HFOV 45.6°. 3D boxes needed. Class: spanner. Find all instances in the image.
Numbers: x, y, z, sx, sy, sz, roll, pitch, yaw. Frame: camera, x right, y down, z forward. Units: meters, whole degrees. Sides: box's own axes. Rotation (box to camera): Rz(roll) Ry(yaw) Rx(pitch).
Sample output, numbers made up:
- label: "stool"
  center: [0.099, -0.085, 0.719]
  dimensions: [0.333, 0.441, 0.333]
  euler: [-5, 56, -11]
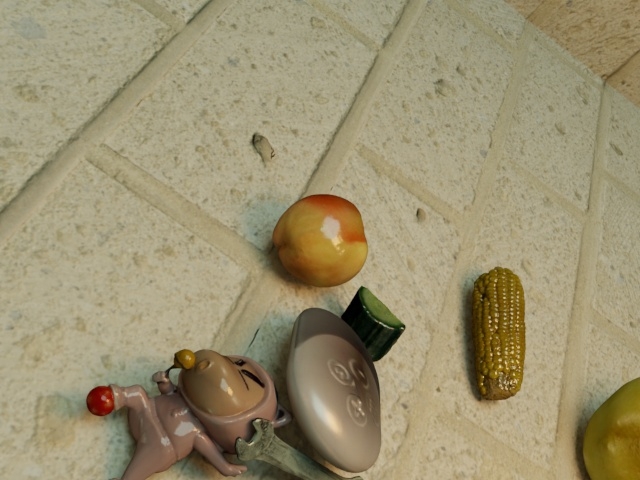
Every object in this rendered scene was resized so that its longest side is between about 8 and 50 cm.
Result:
- label: "spanner"
  center: [-0.024, 0.353, 1.174]
  dimensions: [0.302, 0.017, 0.071]
  euler: [43, 73, -38]

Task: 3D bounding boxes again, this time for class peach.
- label: "peach"
  center: [0.709, 0.435, 1.531]
  dimensions: [0.281, 0.314, 0.316]
  euler: [28, 47, -37]
- label: "peach"
  center: [0.000, 0.000, 1.437]
  dimensions: [0.184, 0.184, 0.184]
  euler: [18, 50, -23]

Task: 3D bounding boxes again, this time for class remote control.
- label: "remote control"
  center: [0.025, 0.240, 1.267]
  dimensions: [0.221, 0.103, 0.332]
  euler: [53, 16, -20]

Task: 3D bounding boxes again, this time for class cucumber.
- label: "cucumber"
  center: [0.088, 0.161, 1.425]
  dimensions: [0.116, 0.115, 0.062]
  euler: [44, 44, 14]

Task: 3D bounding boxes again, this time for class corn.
- label: "corn"
  center: [0.374, 0.187, 1.600]
  dimensions: [0.119, 0.119, 0.322]
  euler: [24, 53, -19]

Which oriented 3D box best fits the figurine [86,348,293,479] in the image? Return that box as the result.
- label: "figurine"
  center: [-0.187, 0.255, 1.125]
  dimensions: [0.287, 0.186, 0.176]
  euler: [-12, 41, -22]
